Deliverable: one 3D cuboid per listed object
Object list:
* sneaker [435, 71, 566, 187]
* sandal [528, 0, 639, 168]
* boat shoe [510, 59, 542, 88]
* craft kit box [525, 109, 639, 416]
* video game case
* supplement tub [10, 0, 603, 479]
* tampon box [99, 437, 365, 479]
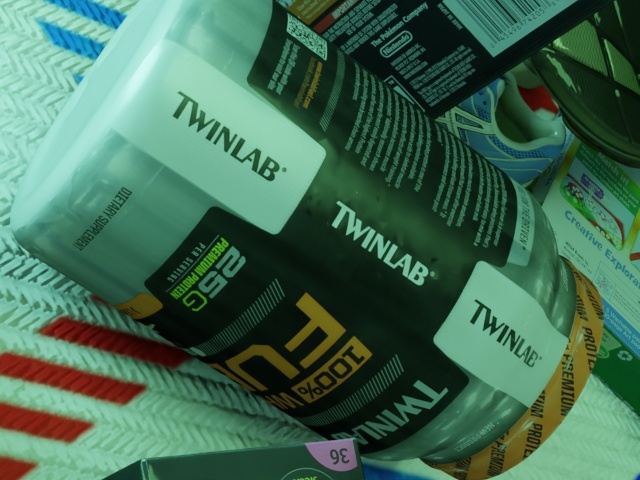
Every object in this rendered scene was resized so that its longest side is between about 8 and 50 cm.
[{"bbox_3d":[0.094,-0.119,0.914,0.211,0.081,0.080,38,52,-17],"label":"sneaker"},{"bbox_3d":[0.231,-0.103,0.938,0.303,0.086,0.120,21,68,-49],"label":"sandal"},{"bbox_3d":[0.189,-0.281,1.027,0.113,0.103,0.302,7,69,-47],"label":"boat shoe"},{"bbox_3d":[0.270,0.010,1.002,0.250,0.061,0.246,43,53,-12],"label":"craft kit box"},{"bbox_3d":[0.026,-0.192,0.770,0.248,0.275,0.035,45,53,-11],"label":"video game case"},{"bbox_3d":[0.000,0.000,0.718,0.316,0.193,0.193,34,53,-18],"label":"supplement tub"},{"bbox_3d":[-0.064,0.167,0.615,0.120,0.161,0.101,1,69,-36],"label":"tampon box"}]
